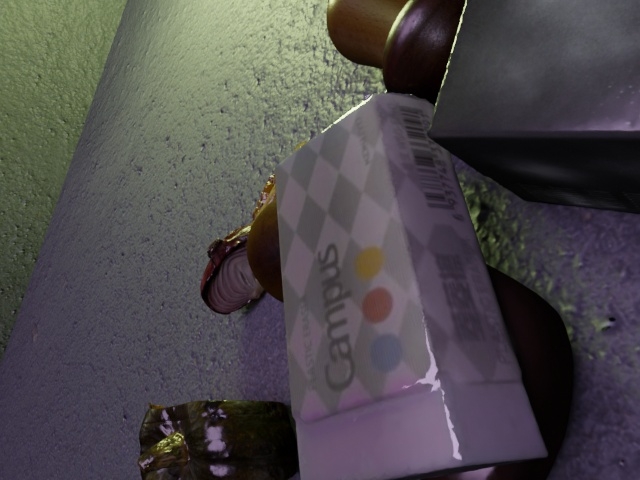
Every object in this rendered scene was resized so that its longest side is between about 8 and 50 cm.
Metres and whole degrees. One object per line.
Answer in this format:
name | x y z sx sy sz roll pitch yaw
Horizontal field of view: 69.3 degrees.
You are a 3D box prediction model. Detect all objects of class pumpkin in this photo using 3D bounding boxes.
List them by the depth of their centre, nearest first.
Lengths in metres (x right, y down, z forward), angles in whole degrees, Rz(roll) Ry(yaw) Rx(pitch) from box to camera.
pumpkin | -0.194 0.347 0.789 0.317 0.222 0.139 -18 64 40

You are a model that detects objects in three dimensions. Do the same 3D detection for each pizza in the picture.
pizza | -0.073 -0.097 0.868 0.246 0.058 0.127 -61 -1 -14

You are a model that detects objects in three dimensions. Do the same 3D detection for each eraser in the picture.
eraser | 0.059 0.033 0.493 0.213 0.082 0.396 -30 52 32

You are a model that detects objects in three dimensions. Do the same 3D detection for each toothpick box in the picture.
toothpick box | 0.132 -0.308 0.694 0.192 0.192 0.294 -55 46 17

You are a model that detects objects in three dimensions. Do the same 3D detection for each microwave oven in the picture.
microwave oven | 0.336 -0.258 0.439 0.374 0.236 0.431 15 88 47

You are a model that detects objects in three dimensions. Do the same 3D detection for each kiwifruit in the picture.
kiwifruit | 0.000 0.000 0.731 0.234 0.196 0.196 -37 53 35

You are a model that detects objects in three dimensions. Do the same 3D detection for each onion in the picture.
onion | -0.173 0.040 0.935 0.206 0.151 0.098 -45 33 5

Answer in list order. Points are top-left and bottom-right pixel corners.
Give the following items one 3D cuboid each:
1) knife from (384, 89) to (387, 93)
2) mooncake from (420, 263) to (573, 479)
knife | 0.132 -0.275 0.813 0.210 0.015 0.028 -60 39 11
mooncake | 0.126 0.164 0.552 0.326 0.174 0.333 -35 52 26
